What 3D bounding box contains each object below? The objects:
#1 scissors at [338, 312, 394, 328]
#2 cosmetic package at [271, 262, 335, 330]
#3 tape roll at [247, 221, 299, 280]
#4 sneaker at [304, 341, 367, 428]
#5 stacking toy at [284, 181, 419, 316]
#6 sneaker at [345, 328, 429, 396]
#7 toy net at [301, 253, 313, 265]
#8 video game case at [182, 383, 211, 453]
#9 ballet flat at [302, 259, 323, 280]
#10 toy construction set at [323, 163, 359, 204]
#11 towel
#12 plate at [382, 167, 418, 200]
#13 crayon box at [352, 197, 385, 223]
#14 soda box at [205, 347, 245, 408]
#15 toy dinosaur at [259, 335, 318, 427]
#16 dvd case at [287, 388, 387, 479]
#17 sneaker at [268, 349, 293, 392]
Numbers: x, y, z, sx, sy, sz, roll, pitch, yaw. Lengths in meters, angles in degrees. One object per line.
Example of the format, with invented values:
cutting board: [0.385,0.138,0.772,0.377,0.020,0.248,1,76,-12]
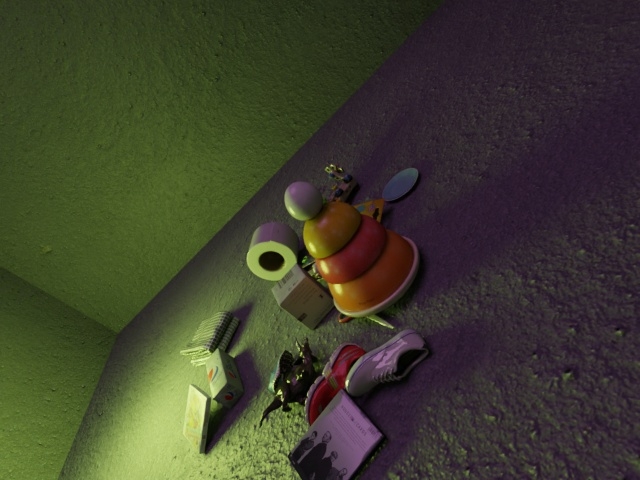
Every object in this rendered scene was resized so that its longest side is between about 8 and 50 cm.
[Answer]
scissors: [0.159,0.240,1.364,0.297,0.021,0.109,-10,43,55]
cosmetic package: [-0.065,0.217,1.562,0.151,0.183,0.151,-48,24,1]
tape roll: [-0.230,0.054,1.989,0.246,0.246,0.169,-36,27,24]
sneaker: [0.052,0.432,1.175,0.118,0.107,0.279,10,64,45]
stacking toy: [0.068,-0.013,1.311,0.350,0.480,0.351,-33,27,19]
sneaker: [0.178,0.342,1.089,0.258,0.094,0.091,-41,23,2]
toy net: [0.013,0.058,1.837,0.232,0.045,0.122,-40,24,14]
video game case: [-0.503,0.714,1.629,0.227,0.026,0.206,-5,76,55]
ballet flat: [-0.007,0.127,1.678,0.106,0.108,0.316,-13,-13,-43]
toy construction set: [0.071,-0.247,2.073,0.215,0.151,0.328,-9,56,54]
towel: [-0.563,0.493,2.036,0.283,0.121,0.235,-25,33,40]
plate: [0.349,-0.237,1.741,0.188,0.024,0.188,-36,27,22]
crayon box: [0.132,-0.054,1.711,0.318,0.081,0.202,-14,40,32]
soda box: [-0.410,0.576,1.701,0.091,0.098,0.286,-50,26,-3]
toy dinosaur: [-0.083,0.484,1.331,0.314,0.121,0.160,-58,15,-11]
dvd case: [0.038,0.542,1.054,0.239,0.029,0.179,-50,43,-4]
sneaker: [-0.155,0.479,1.476,0.073,0.063,0.162,-26,33,45]
